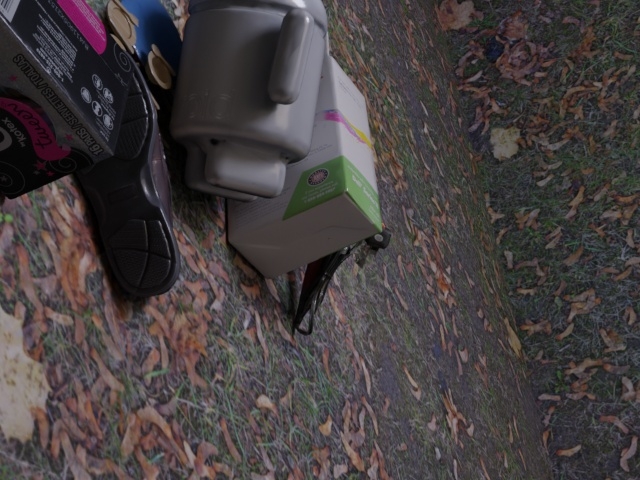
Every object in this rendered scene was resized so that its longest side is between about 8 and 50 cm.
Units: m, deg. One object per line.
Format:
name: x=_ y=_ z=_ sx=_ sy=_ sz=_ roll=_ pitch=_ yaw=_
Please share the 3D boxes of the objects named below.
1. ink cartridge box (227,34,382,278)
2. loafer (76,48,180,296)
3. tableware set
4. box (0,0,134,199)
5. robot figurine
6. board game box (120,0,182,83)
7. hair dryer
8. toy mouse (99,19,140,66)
ink cartridge box: x=-0.033 y=-0.140 z=1.816 sx=0.119 sy=0.207 sz=0.353 roll=45 pitch=31 yaw=-44
loafer: x=-0.232 y=-0.078 z=1.415 sx=0.095 sy=0.109 sz=0.302 roll=71 pitch=6 yaw=-85
tableware set: x=-0.240 y=-0.231 z=1.537 sx=0.141 sy=0.020 sz=0.168 roll=56 pitch=23 yaw=-34
box: x=-0.323 y=-0.192 z=1.192 sx=0.247 sy=0.142 sz=0.163 roll=53 pitch=26 yaw=-36
robot figurine: x=-0.098 y=-0.236 z=1.654 sx=0.200 sy=0.300 sz=0.353 roll=13 pitch=80 yaw=-32
board game box: x=-0.244 y=-0.280 z=1.658 sx=0.133 sy=0.033 sz=0.168 roll=63 pitch=20 yaw=-16
hair dryer: x=0.000 y=0.000 z=1.867 sx=0.080 sy=0.223 sz=0.293 roll=37 pitch=14 yaw=-21
toy mouse: x=-0.289 y=-0.226 z=1.483 sx=0.161 sy=0.031 sz=0.143 roll=52 pitch=25 yaw=-40
